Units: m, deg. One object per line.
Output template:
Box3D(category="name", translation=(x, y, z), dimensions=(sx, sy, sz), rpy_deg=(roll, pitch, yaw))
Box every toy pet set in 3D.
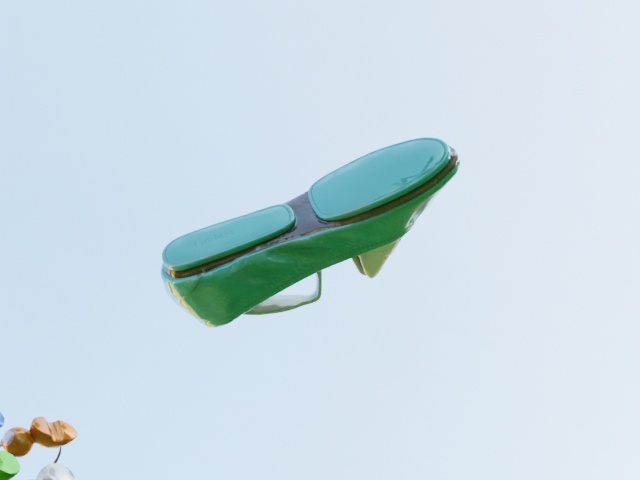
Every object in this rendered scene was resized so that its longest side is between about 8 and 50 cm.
Box3D(category="toy pet set", translation=(-0.118, 0.152, 0.663), dimensions=(0.114, 0.122, 0.065), rpy_deg=(19, -63, -39))

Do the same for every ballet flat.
Box3D(category="ballet flat", translation=(0.000, 0.000, 1.076), dimensions=(0.247, 0.083, 0.087), rpy_deg=(-23, -57, 2))
